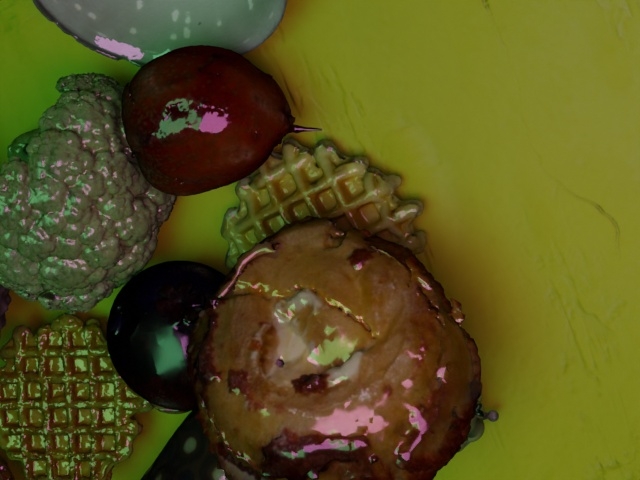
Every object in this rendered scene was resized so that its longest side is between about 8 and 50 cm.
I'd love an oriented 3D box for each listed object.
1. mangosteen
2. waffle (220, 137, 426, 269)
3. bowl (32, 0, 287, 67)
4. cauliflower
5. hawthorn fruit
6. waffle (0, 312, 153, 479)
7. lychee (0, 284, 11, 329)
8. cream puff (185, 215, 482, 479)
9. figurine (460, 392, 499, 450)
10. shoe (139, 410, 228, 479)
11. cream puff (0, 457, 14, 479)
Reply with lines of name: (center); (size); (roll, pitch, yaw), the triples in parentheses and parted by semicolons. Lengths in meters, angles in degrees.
mangosteen: (-0.179, 0.133, 1.593); (0.194, 0.194, 0.230); (36, 147, 9)
waffle: (-0.001, 0.001, 1.544); (0.261, 0.056, 0.250); (19, 111, 18)
bowl: (-0.185, -0.352, 1.446); (0.313, 0.146, 0.313); (4, 149, 2)
cauliflower: (-0.324, -0.060, 1.598); (0.250, 0.275, 0.272); (33, 156, 49)
hawthorn fruit: (-0.115, -0.143, 1.481); (0.235, 0.181, 0.181); (-1, 106, 2)
waffle: (-0.353, 0.225, 1.714); (0.243, 0.059, 0.238); (46, 107, 5)
lychee: (-0.605, 0.058, 1.642); (0.380, 0.380, 0.432); (-44, 70, 26)
cream puff: (0.012, 0.158, 1.416); (0.350, 0.228, 0.350); (-5, 61, 9)
figurine: (0.116, 0.212, 1.534); (0.197, 0.093, 0.147); (-5, 70, 24)
shoe: (-0.182, 0.355, 1.616); (0.171, 0.237, 0.384); (44, 117, 5)
cream puff: (-0.512, 0.369, 1.824); (0.150, 0.115, 0.165); (-24, 78, 20)
